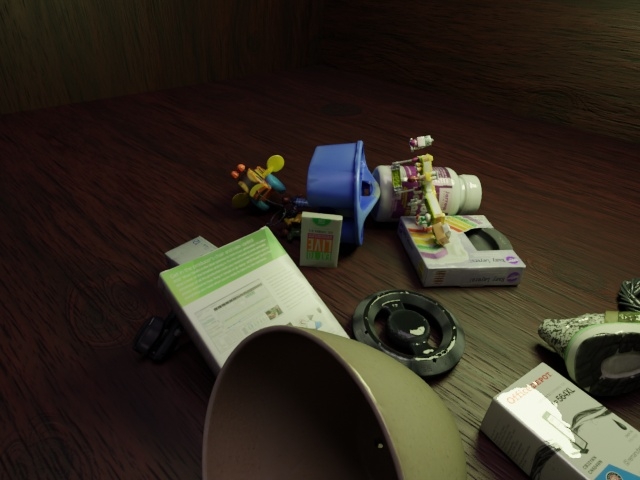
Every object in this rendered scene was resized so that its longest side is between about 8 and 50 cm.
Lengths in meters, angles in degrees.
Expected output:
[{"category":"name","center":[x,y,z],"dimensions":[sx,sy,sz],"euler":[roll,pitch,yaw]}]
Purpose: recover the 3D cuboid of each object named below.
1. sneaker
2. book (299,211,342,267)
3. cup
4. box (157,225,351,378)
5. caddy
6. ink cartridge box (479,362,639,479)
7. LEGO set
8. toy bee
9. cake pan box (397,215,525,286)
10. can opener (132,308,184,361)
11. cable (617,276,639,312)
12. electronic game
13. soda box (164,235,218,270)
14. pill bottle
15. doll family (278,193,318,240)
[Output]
[{"category":"sneaker","center":[0.632,0.185,0.807],"dimensions":[0.411,0.157,0.182],"euler":[2,16,-12]},{"category":"book","center":[0.000,0.000,0.988],"dimensions":[0.097,0.144,0.035],"euler":[6,34,3]},{"category":"cup","center":[0.040,0.269,0.492],"dimensions":[0.237,0.330,0.331],"euler":[9,23,-43]},{"category":"box","center":[-0.101,0.147,0.714],"dimensions":[0.232,0.058,0.322],"euler":[-27,75,-38]},{"category":"caddy","center":[0.074,-0.133,1.107],"dimensions":[0.180,0.241,0.341],"euler":[0,34,9]},{"category":"ink cartridge box","center":[0.382,0.309,0.621],"dimensions":[0.148,0.085,0.203],"euler":[-17,37,-29]},{"category":"LEGO set","center":[0.254,-0.121,1.051],"dimensions":[0.107,0.286,0.132],"euler":[-9,-2,2]},{"category":"toy bee","center":[-0.178,-0.173,1.172],"dimensions":[0.195,0.162,0.298],"euler":[-53,24,-9]},{"category":"cake pan box","center":[0.365,0.022,1.067],"dimensions":[0.267,0.070,0.245],"euler":[0,37,-6]},{"category":"can opener","center":[-0.271,0.144,0.768],"dimensions":[0.059,0.073,0.186],"euler":[25,70,31]},{"category":"cable","center":[0.796,0.147,0.957],"dimensions":[0.151,0.047,0.184],"euler":[16,38,26]},{"category":"electronic game","center":[0.179,0.182,0.824],"dimensions":[0.230,0.048,0.229],"euler":[3,36,-2]},{"category":"soda box","center":[-0.209,0.100,0.864],"dimensions":[0.286,0.091,0.098],"euler":[28,42,30]},{"category":"pill bottle","center":[0.309,-0.136,1.201],"dimensions":[0.302,0.169,0.169],"euler":[0,34,-5]},{"category":"doll family","center":[-0.067,-0.072,1.157],"dimensions":[0.112,0.075,0.193],"euler":[3,29,6]}]
